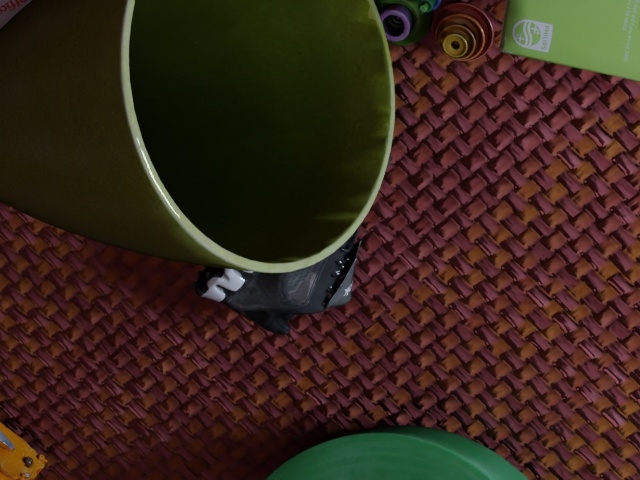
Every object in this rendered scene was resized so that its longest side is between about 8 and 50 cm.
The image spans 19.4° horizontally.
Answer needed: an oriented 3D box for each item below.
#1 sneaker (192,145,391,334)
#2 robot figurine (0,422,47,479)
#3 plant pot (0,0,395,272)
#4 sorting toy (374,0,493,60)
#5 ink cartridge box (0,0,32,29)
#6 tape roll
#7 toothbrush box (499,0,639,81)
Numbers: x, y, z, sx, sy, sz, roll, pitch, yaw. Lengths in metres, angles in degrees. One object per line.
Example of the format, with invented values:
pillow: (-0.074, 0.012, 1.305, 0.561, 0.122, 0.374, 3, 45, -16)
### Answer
sneaker: (0.000, 0.000, 1.538, 0.106, 0.078, 0.234, 39, 128, -11)
robot figurine: (-0.416, 0.180, 1.785, 0.291, 0.085, 0.211, 35, 125, -3)
plant pot: (-0.143, -0.103, 1.430, 0.293, 0.275, 0.275, -6, 119, 43)
sorting toy: (0.081, -0.165, 1.425, 0.102, 0.042, 0.061, 12, 123, 13)
ink cartridge box: (-0.278, -0.230, 1.508, 0.088, 0.052, 0.122, -25, 108, 31)
tape roll: (0.066, 0.323, 1.616, 0.321, 0.077, 0.321, 0, 91, 23)
toothbrush box: (0.282, -0.187, 1.240, 0.283, 0.206, 0.122, 12, 123, 12)
